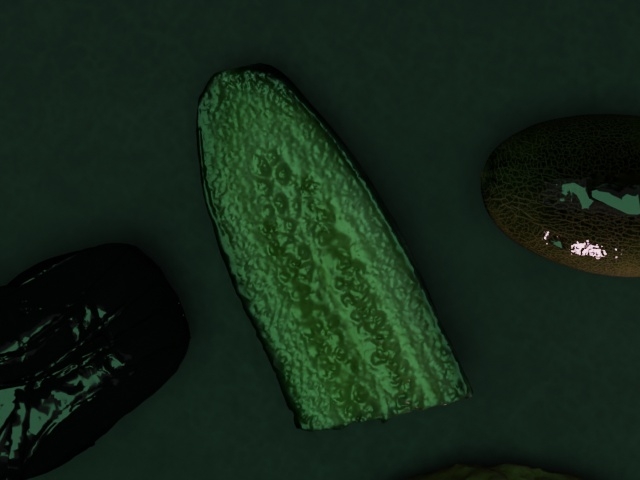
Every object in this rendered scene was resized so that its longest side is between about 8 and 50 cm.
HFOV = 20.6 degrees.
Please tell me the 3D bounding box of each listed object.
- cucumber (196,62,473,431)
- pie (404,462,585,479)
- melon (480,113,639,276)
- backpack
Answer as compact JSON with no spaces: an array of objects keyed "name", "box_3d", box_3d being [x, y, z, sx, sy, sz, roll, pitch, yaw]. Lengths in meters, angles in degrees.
[{"name":"cucumber","box_3d":[0.000,0.000,1.107,0.115,0.063,0.244,-22,96,13]},{"name":"pie","box_3d":[0.110,0.306,1.133,0.339,0.083,0.340,1,98,5]},{"name":"melon","box_3d":[0.178,-0.028,1.081,0.162,0.099,0.099,5,97,1]},{"name":"backpack","box_3d":[-0.165,0.074,1.107,0.165,0.106,0.120,-28,98,-16]}]
